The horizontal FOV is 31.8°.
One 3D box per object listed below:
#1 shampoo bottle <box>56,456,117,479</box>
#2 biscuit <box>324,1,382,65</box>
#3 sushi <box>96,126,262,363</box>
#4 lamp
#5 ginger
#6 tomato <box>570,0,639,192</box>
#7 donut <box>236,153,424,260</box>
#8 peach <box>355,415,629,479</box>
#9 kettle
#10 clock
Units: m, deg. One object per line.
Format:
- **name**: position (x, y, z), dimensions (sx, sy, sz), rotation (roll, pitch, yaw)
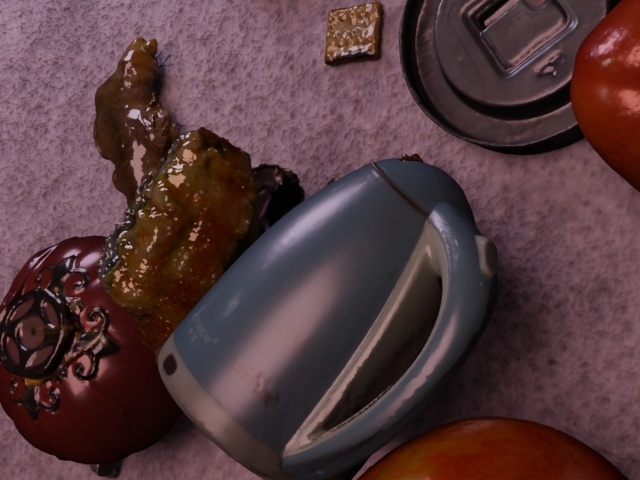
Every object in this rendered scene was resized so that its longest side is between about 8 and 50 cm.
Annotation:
- **shampoo bottle**: position (-0.370, 0.277, 1.628), dimensions (0.208, 0.063, 0.057), rotation (31, 86, 35)
- **biscuit**: position (0.044, -0.278, 1.514), dimensions (0.083, 0.018, 0.081), rotation (-4, 77, 30)
- **sushi**: position (-0.169, 0.005, 1.314), dimensions (0.274, 0.139, 0.184), rotation (-60, 14, -4)
- **lamp**: position (-0.297, 0.143, 1.492), dimensions (0.303, 0.257, 0.303), rotation (-8, 73, 29)
- **ginger**: position (-0.263, -0.142, 1.639), dimensions (0.166, 0.080, 0.333), rotation (-30, 62, 36)
- **tomato**: position (0.380, -0.169, 1.166), dimensions (0.259, 0.260, 0.180), rotation (-63, 28, 5)
- **donut**: position (-0.005, 0.023, 1.413), dimensions (0.345, 0.136, 0.259), rotation (-2, 80, 32)
- **peach**: position (0.165, 0.354, 1.106), dimensions (0.388, 0.388, 0.388), rotation (-7, 76, 30)
- **kettle**: position (0.041, 0.082, 1.151), dimensions (0.342, 0.247, 0.319), rotation (-51, 34, 9)
- **clock**: position (0.248, -0.258, 1.356), dimensions (0.319, 0.066, 0.318), rotation (-8, 75, 30)
